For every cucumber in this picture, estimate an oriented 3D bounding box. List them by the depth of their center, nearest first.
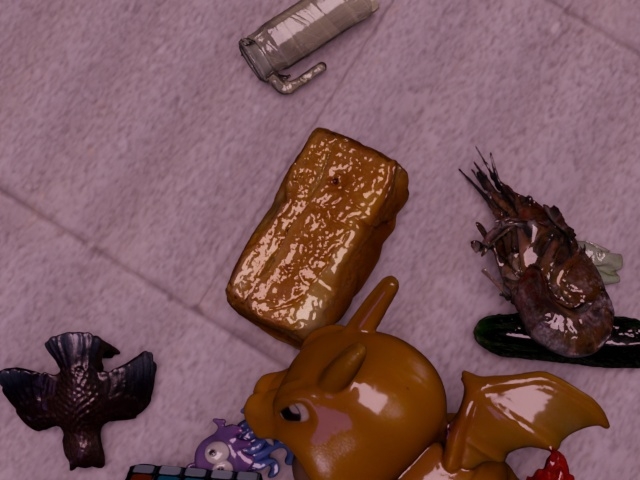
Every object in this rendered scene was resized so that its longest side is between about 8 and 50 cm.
[{"bbox_3d":[0.332,0.134,1.892,0.242,0.074,0.074,4,80,2],"label":"cucumber"}]

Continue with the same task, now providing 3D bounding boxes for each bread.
[{"bbox_3d":[0.000,0.000,1.884,0.167,0.132,0.294,27,82,5],"label":"bread"}]

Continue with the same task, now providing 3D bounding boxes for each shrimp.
[{"bbox_3d":[0.276,0.015,1.864,0.145,0.116,0.343,-25,64,-9],"label":"shrimp"}]

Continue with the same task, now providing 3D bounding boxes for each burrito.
[{"bbox_3d":[0.365,0.030,1.925,0.118,0.044,0.074,-1,76,3],"label":"burrito"}]

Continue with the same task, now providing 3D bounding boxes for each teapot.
[{"bbox_3d":[-0.012,-0.294,1.967,0.200,0.077,0.107,-34,101,-6],"label":"teapot"}]

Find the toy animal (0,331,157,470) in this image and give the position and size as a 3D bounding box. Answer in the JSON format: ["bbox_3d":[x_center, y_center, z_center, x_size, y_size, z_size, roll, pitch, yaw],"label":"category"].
[{"bbox_3d":[-0.328,0.219,1.853,0.219,0.116,0.179,-5,79,-7],"label":"toy animal"}]

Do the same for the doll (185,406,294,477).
[{"bbox_3d":[-0.089,0.278,1.872,0.206,0.067,0.110,-22,88,-15],"label":"doll"}]

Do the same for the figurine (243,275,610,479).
[{"bbox_3d":[0.130,0.259,1.767,0.401,0.268,0.387,-44,100,6],"label":"figurine"}]

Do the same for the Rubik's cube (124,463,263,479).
[{"bbox_3d":[-0.176,0.408,1.762,0.187,0.182,0.184,5,105,2],"label":"Rubik's cube"}]
